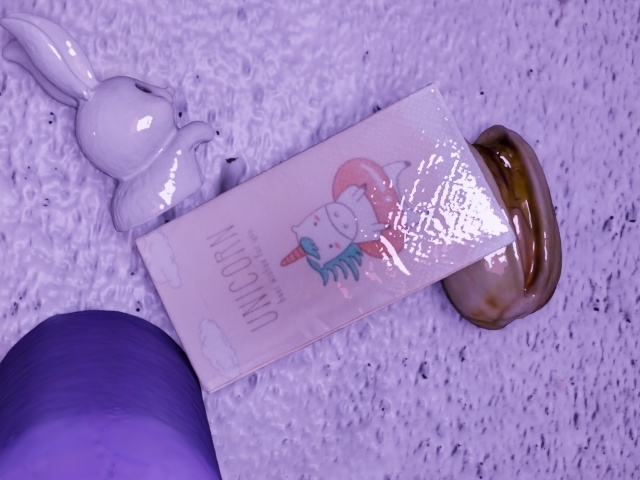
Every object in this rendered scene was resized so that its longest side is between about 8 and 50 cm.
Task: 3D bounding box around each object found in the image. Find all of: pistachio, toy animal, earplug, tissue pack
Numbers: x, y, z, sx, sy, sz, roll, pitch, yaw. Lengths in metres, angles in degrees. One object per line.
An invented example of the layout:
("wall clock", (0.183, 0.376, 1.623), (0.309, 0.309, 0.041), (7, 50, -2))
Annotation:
("pistachio", (0.171, -0.013, 0.982), (0.130, 0.131, 0.206), (-7, 82, -30))
("toy animal", (-0.195, -0.130, 0.910), (0.131, 0.104, 0.220), (-32, 100, -6))
("earplug", (-0.175, 0.182, 0.760), (0.215, 0.456, 0.215), (-1, 92, -13))
("tissue pack", (0.000, 0.000, 0.916), (0.325, 0.071, 0.170), (-27, 86, 9))
